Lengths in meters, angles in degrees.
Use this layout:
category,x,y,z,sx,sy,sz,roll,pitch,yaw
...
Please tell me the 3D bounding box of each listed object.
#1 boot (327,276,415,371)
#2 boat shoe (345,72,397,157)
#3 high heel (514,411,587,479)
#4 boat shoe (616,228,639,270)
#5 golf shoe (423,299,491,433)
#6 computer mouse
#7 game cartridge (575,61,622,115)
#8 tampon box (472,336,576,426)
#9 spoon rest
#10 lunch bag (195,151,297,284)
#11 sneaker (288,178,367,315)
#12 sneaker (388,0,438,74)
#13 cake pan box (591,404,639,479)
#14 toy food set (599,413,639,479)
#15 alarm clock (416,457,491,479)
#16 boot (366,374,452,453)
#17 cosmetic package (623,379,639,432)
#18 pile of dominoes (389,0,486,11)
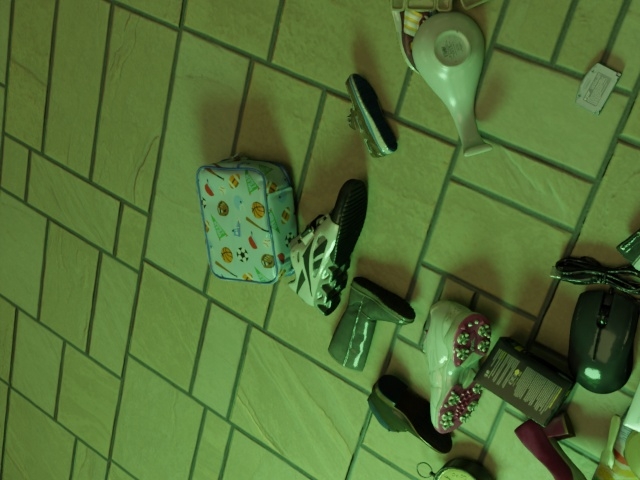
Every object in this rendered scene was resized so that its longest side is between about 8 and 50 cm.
category,x,y,z,sx,sy,sz,roll,pitch,yaw
boot,0.109,0.207,1.844,0.190,0.076,0.208,34,115,38
boat shoe,0.090,-0.255,1.718,0.066,0.066,0.183,-24,90,38
high heel,0.454,0.463,1.626,0.117,0.082,0.244,-27,55,30
boat shoe,0.596,-0.050,1.437,0.076,0.080,0.228,39,130,17
golf shoe,0.274,0.262,1.746,0.140,0.115,0.306,40,131,49
computer mouse,0.520,0.173,1.555,0.189,0.072,0.272,8,109,31
game cartridge,0.491,-0.272,1.472,0.056,0.017,0.083,33,121,18
tampon box,0.402,0.273,1.619,0.161,0.120,0.101,33,96,21
spoon rest,0.260,-0.297,1.575,0.137,0.084,0.276,-14,93,4
lunch bag,-0.176,-0.052,1.936,0.243,0.115,0.303,6,108,35
sneaker,0.000,0.000,1.823,0.146,0.122,0.330,29,118,22
sneaker,0.192,-0.415,1.598,0.084,0.070,0.185,-14,98,37
cake pan box,0.656,0.481,1.562,0.267,0.070,0.245,29,121,25
toy food set,0.614,0.396,1.503,0.192,0.039,0.132,24,116,41
alarm clock,0.299,0.537,1.824,0.192,0.064,0.129,19,115,26
boot,0.197,0.400,1.860,0.219,0.082,0.106,47,146,9
cosmetic package,0.657,0.272,1.443,0.184,0.151,0.151,24,117,27
pile of dominoes,0.234,-0.551,1.532,0.196,0.040,0.251,5,107,10
